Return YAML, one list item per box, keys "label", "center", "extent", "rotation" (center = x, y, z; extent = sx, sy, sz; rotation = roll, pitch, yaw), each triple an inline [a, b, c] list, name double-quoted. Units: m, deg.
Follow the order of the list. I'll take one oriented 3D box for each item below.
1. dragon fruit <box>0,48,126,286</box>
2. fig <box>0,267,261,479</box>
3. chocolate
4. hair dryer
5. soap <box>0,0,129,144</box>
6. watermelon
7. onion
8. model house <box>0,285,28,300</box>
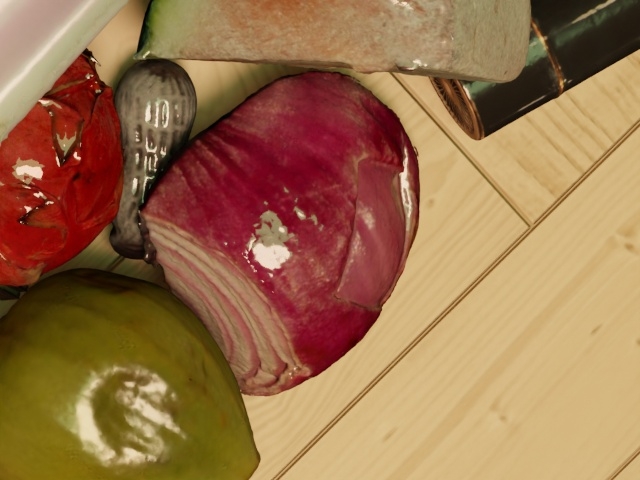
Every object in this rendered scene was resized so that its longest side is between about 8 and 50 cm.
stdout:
- label: "dragon fruit"
  center: [-0.237, -0.053, 1.185]
  extent: [0.209, 0.172, 0.172]
  rotation: [-37, 111, -4]
- label: "fig"
  center: [-0.161, 0.123, 1.214]
  extent: [0.230, 0.207, 0.207]
  rotation: [6, 105, 12]
- label: "chocolate"
  center: [-0.138, -0.065, 1.260]
  extent: [0.072, 0.072, 0.167]
  rotation: [2, 102, -16]
- label: "hair dryer"
  center: [0.130, -0.278, 1.266]
  extent: [0.189, 0.107, 0.352]
  rotation: [-29, 105, -5]
- label: "soap"
  center: [-0.247, -0.214, 1.076]
  extent: [0.446, 0.261, 0.156]
  rotation: [-46, 127, 0]
- label: "watermelon"
  center: [0.049, -0.205, 1.145]
  extent: [0.387, 0.228, 0.258]
  rotation: [-39, 98, 21]
- label: "onion"
  center: [0.000, 0.000, 1.261]
  extent: [0.247, 0.111, 0.250]
  rotation: [-38, 125, -11]
- label: "model house"
  center: [-0.279, 0.042, 1.257]
  extent: [0.083, 0.057, 0.058]
  rotation: [-37, 114, -51]
